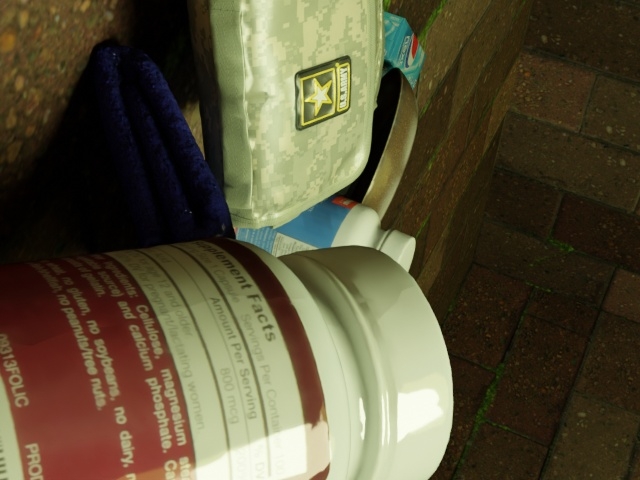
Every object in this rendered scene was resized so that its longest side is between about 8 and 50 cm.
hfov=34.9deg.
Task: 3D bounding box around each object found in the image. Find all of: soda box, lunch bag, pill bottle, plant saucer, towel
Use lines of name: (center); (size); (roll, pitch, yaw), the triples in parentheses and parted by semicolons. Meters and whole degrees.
soda box: (0.103, -0.287, 1.540); (0.210, 0.071, 0.067); (17, 94, -75)
lunch bag: (-0.030, -0.171, 0.918); (0.287, 0.169, 0.235); (-69, 162, -55)
pill bottle: (-0.124, 0.116, 0.652); (0.392, 0.224, 0.224); (-7, 124, -33)
plant saucer: (0.067, -0.097, 1.468); (0.310, 0.050, 0.310); (-157, -90, -80)
towel: (-0.132, 0.001, 0.909); (0.076, 0.227, 0.308); (-23, 149, -12)
pill bottle: (0.000, 0.000, 1.268); (0.124, 0.222, 0.124); (20, 90, -76)

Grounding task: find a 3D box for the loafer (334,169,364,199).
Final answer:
loafer: (0.027, -0.158, 1.392); (0.095, 0.109, 0.302); (-34, 140, -73)
